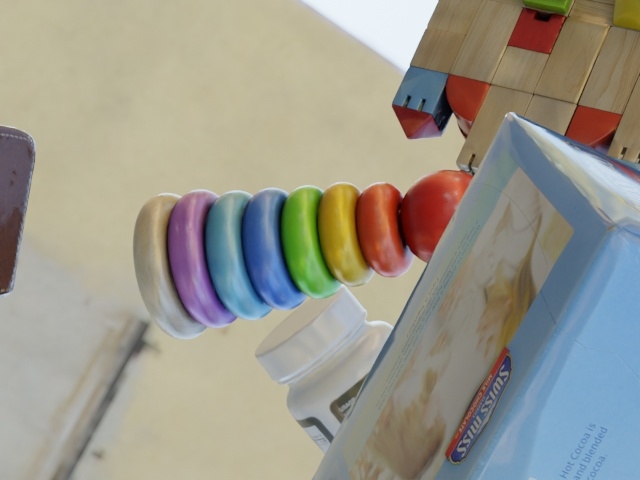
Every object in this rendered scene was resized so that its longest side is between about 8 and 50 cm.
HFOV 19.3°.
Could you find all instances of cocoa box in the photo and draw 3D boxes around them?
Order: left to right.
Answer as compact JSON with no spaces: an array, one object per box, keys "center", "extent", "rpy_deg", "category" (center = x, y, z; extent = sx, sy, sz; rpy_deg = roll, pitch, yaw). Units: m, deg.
[{"center":[0.151,0.141,1.121],"extent":[0.347,0.228,0.231],"rpy_deg":[-63,-163,14],"category":"cocoa box"}]

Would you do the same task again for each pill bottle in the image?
[{"center":[0.064,0.199,2.227],"extent":[0.161,0.283,0.161],"rpy_deg":[-38,-172,7],"category":"pill bottle"}]

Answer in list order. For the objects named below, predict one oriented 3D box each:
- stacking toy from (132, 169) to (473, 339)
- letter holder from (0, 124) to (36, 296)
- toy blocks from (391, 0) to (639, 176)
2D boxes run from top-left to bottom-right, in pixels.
[{"center":[0.000,0.000,1.732],"extent":[0.330,0.141,0.141],"rpy_deg":[-10,-136,19],"category":"stacking toy"},{"center":[-0.327,-0.069,1.196],"extent":[0.152,0.302,0.214],"rpy_deg":[20,-75,26],"category":"letter holder"},{"center":[0.234,-0.139,1.942],"extent":[0.381,0.191,0.261],"rpy_deg":[16,-110,26],"category":"toy blocks"}]
